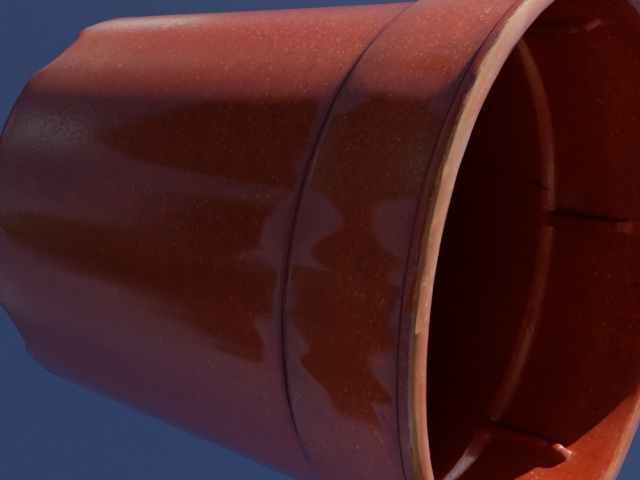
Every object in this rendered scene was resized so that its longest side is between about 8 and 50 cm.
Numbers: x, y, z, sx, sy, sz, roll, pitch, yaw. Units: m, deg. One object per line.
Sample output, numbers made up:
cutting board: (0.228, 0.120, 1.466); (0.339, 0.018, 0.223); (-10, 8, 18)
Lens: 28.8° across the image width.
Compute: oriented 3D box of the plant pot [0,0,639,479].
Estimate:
plant pot: (0.000, 0.000, 0.604); (0.265, 0.272, 0.272); (10, -68, 33)
